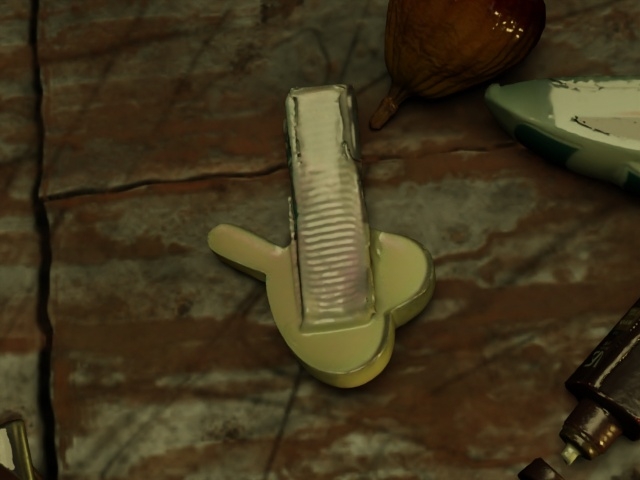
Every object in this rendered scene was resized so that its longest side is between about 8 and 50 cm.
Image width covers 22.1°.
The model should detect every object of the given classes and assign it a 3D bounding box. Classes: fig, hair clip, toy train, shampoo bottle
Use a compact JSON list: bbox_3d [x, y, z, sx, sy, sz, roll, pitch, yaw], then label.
[{"bbox_3d":[0.090,-0.160,1.194,0.153,0.119,0.119,-32,67,41],"label":"fig"},{"bbox_3d":[-0.003,0.001,1.159,0.159,0.071,0.218,-10,66,7],"label":"hair clip"},{"bbox_3d":[0.319,-0.068,1.147,0.407,0.086,0.088,0,78,5],"label":"toy train"},{"bbox_3d":[0.223,0.081,1.119,0.067,0.068,0.236,39,78,15],"label":"shampoo bottle"}]

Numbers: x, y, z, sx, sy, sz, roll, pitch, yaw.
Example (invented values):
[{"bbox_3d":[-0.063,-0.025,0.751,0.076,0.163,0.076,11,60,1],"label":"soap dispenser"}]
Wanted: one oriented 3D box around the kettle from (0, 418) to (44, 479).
[{"bbox_3d":[-0.223,0.248,1.081,0.202,0.144,0.232,-43,65,23],"label":"kettle"}]
